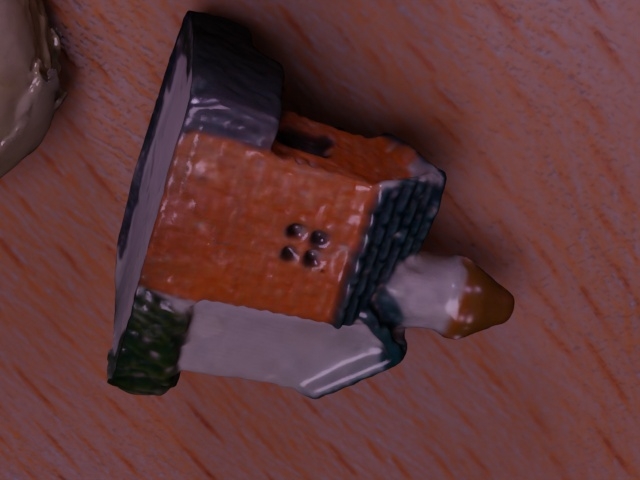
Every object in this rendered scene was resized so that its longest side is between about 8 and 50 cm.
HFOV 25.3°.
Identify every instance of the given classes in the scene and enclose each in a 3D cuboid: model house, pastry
[{"bbox_3d":[0.000,0.000,1.092,0.300,0.190,0.271,15,117,-8],"label":"model house"},{"bbox_3d":[-0.329,-0.148,1.119,0.264,0.133,0.265,7,117,13],"label":"pastry"}]
